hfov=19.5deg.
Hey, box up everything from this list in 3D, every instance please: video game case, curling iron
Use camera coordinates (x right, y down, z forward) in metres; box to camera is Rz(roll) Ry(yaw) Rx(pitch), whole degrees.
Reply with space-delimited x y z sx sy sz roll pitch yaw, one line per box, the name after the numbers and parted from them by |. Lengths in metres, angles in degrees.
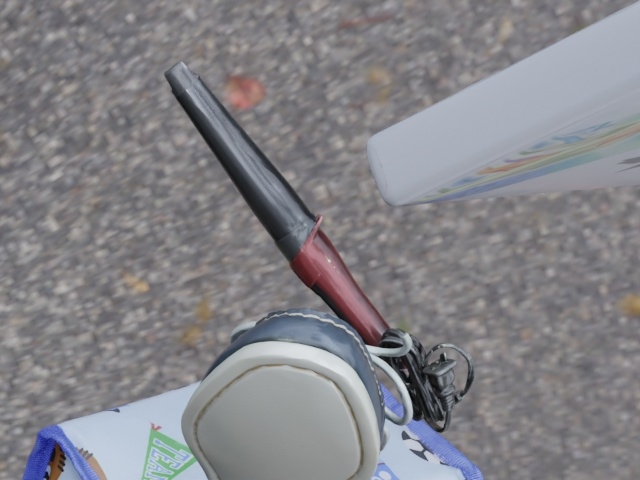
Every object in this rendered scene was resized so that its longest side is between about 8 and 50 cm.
0.230 -0.092 0.796 0.300 0.329 0.036 -6 75 -52 | video game case
0.000 0.000 1.119 0.035 0.068 0.274 -38 89 -33 | curling iron

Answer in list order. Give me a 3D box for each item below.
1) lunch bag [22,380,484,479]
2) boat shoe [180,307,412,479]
-0.088 0.314 1.482 0.328 0.385 0.239 -11 44 -45 | lunch bag
-0.006 0.085 0.886 0.095 0.254 0.079 16 63 11 | boat shoe
